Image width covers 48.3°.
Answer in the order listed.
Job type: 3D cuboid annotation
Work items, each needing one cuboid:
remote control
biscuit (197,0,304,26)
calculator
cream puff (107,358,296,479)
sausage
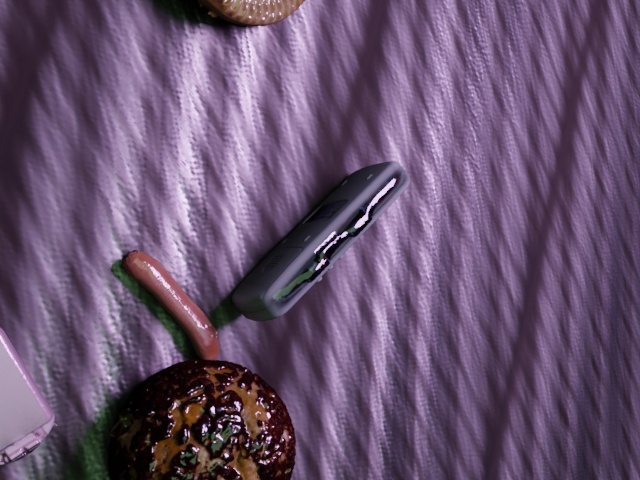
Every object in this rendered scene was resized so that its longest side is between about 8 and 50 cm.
[{"bbox_3d":[0.000,0.000,1.000,0.296,0.140,0.056,-46,106,-22],"label":"remote control"},{"bbox_3d":[-0.099,-0.413,0.967,0.259,0.079,0.259,-8,103,-39],"label":"biscuit"},{"bbox_3d":[-0.391,0.182,0.843,0.100,0.032,0.175,-31,103,-26],"label":"calculator"},{"bbox_3d":[-0.143,0.268,0.901,0.239,0.165,0.239,-1,92,-28],"label":"cream puff"},{"bbox_3d":[-0.192,0.087,0.950,0.043,0.043,0.186,-44,109,-22],"label":"sausage"}]
